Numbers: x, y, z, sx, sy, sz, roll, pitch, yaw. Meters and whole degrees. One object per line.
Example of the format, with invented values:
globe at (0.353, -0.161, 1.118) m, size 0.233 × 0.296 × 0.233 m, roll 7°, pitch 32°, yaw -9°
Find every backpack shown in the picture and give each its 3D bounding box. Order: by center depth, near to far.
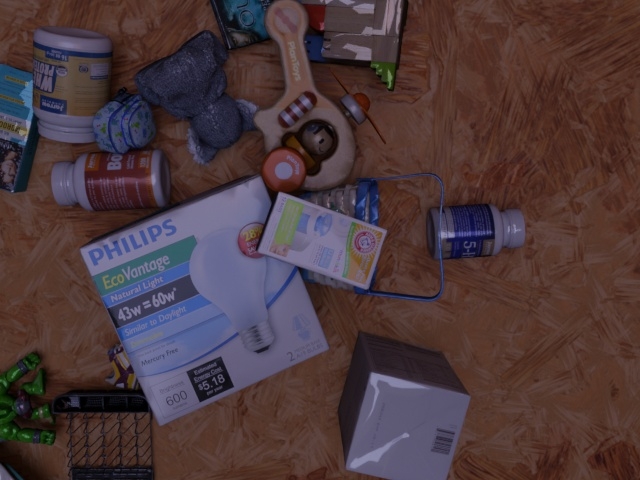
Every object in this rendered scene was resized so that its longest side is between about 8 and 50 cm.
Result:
backpack at (-0.383, -0.226, 1.282) m, size 0.084 × 0.114 × 0.105 m, roll 15°, pitch 134°, yaw 21°

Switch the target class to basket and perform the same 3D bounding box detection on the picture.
basket at (0.103, -0.003, 1.316) m, size 0.288 × 0.201 × 0.255 m, roll -1°, pitch 98°, yaw 9°

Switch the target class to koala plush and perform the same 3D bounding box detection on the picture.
koala plush at (-0.230, -0.271, 1.288) m, size 0.196 × 0.203 × 0.221 m, roll -33°, pitch 113°, yaw -3°

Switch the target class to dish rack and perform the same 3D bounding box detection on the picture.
dish rack at (-0.468, 0.455, 1.440) m, size 0.208 × 0.074 × 0.272 m, roll 0°, pitch 99°, yaw 0°

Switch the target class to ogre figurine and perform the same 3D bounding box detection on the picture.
ogre figurine at (-0.647, 0.350, 1.411) m, size 0.118 × 0.097 × 0.197 m, roll -11°, pitch 110°, yaw -11°

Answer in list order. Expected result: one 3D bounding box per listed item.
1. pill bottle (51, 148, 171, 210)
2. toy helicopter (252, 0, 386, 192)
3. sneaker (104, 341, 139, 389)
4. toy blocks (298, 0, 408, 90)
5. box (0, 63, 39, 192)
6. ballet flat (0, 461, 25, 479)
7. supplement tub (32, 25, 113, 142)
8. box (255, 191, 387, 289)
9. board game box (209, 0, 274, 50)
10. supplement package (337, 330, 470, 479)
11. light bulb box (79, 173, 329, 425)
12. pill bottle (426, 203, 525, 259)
pill bottle at (-0.422, -0.121, 1.329) m, size 0.216 × 0.121 × 0.121 m, roll -3°, pitch 99°, yaw -1°
toy helicopter at (-0.016, -0.269, 1.212) m, size 0.234 × 0.140 × 0.355 m, roll -11°, pitch 103°, yaw 3°
sneaker at (-0.413, 0.231, 1.409) m, size 0.083 × 0.069 × 0.186 m, roll 13°, pitch 97°, yaw -8°
toy blocks at (0.038, -0.494, 1.273) m, size 0.260 × 0.191 × 0.382 m, roll 7°, pitch 99°, yaw 10°
box at (-0.635, -0.229, 1.340) m, size 0.100 × 0.060 × 0.244 m, roll 17°, pitch 97°, yaw -3°
ballet flat at (-0.731, 0.503, 1.403) m, size 0.139 × 0.139 × 0.400 m, roll -36°, pitch 94°, yaw 4°
supplement tub at (-0.484, -0.304, 1.278) m, size 0.144 × 0.144 × 0.200 m, roll 10°, pitch 112°, yaw -3°
box at (0.000, 0.000, 1.154) m, size 0.203 × 0.103 × 0.114 m, roll 20°, pitch 89°, yaw -8°
board game box at (-0.159, -0.485, 1.306) m, size 0.126 × 0.026 × 0.186 m, roll -23°, pitch 99°, yaw -20°
supplement package at (0.158, 0.335, 1.337) m, size 0.198 × 0.263 × 0.199 m, roll 14°, pitch 98°, yaw -4°
light bulb box at (-0.222, 0.099, 1.287) m, size 0.357 × 0.225 × 0.361 m, roll -24°, pitch 99°, yaw -10°
pill bottle at (0.322, -0.020, 1.364) m, size 0.186 × 0.112 × 0.112 m, roll -4°, pitch 99°, yaw 0°
